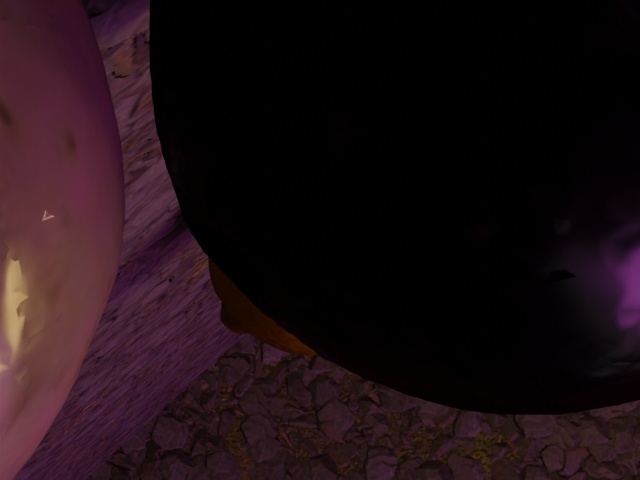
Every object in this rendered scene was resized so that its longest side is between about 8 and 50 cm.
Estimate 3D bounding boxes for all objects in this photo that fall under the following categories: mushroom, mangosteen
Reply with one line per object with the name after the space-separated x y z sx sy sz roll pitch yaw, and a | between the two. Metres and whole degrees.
-0.127 0.006 0.479 0.236 0.162 0.173 -42 174 31 | mushroom
0.067 -0.088 0.600 0.307 0.307 0.347 -40 -156 -18 | mangosteen

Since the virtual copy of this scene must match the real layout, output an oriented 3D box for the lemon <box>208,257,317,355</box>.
0.000 0.000 1.316 0.244 0.187 0.187 -46 174 24 | lemon
